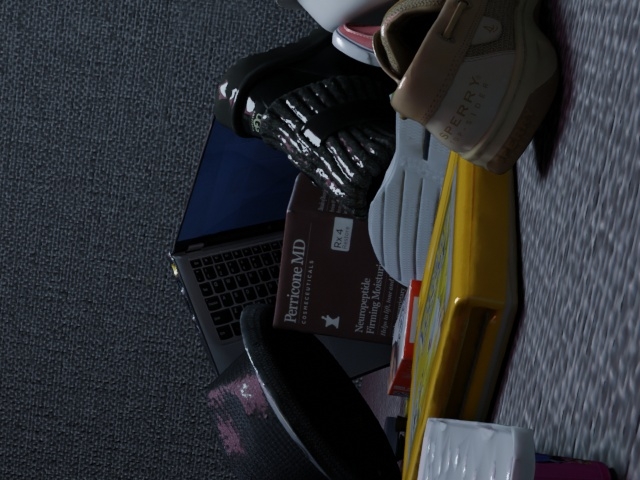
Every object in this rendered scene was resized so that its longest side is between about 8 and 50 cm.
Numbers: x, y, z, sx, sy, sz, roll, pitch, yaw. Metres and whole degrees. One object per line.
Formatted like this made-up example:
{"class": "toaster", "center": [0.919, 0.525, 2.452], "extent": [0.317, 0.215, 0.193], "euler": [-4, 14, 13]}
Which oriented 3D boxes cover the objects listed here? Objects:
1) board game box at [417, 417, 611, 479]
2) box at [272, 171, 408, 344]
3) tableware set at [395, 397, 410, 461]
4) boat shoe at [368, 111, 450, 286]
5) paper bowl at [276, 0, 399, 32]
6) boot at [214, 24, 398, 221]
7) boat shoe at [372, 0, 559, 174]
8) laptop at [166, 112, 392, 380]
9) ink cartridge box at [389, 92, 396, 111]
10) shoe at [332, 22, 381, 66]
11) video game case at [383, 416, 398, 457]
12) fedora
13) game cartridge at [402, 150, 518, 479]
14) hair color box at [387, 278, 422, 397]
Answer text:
{"class": "board game box", "center": [0.075, 0.300, 0.635], "extent": [0.390, 0.050, 0.389], "euler": [89, -170, -81]}
{"class": "box", "center": [0.053, 0.024, 1.471], "extent": [0.167, 0.203, 0.168], "euler": [-80, -2, -69]}
{"class": "tableware set", "center": [0.113, 0.230, 1.463], "extent": [0.154, 0.024, 0.104], "euler": [97, -179, -66]}
{"class": "boat shoe", "center": [0.126, -0.073, 1.174], "extent": [0.094, 0.109, 0.302], "euler": [-42, -26, -37]}
{"class": "paper bowl", "center": [0.074, -0.342, 1.318], "extent": [0.284, 0.284, 0.148], "euler": [40, -149, -89]}
{"class": "boot", "center": [0.072, -0.156, 1.374], "extent": [0.348, 0.260, 0.131], "euler": [-32, -39, -37]}
{"class": "boat shoe", "center": [0.105, -0.167, 0.887], "extent": [0.341, 0.110, 0.121], "euler": [-87, 22, -66]}
{"class": "laptop", "center": [0.000, 0.000, 1.649], "extent": [0.236, 0.382, 0.407], "euler": [-31, 78, 43]}
{"class": "ink cartridge box", "center": [0.151, -0.264, 1.561], "extent": [0.255, 0.097, 0.188], "euler": [-76, -5, -71]}
{"class": "shoe", "center": [0.103, -0.233, 1.254], "extent": [0.063, 0.178, 0.081], "euler": [-51, -23, -56]}
{"class": "video game case", "center": [0.088, 0.429, 1.762], "extent": [0.274, 0.026, 0.196], "euler": [99, 180, -51]}
{"class": "fedora", "center": [-0.040, 0.251, 1.477], "extent": [0.152, 0.334, 0.334], "euler": [-37, 11, 12]}
{"class": "game cartridge", "center": [0.117, 0.052, 0.984], "extent": [0.323, 0.053, 0.285], "euler": [-82, 0, -52]}
{"class": "hair color box", "center": [0.112, 0.115, 1.267], "extent": [0.167, 0.053, 0.093], "euler": [93, -175, -68]}
